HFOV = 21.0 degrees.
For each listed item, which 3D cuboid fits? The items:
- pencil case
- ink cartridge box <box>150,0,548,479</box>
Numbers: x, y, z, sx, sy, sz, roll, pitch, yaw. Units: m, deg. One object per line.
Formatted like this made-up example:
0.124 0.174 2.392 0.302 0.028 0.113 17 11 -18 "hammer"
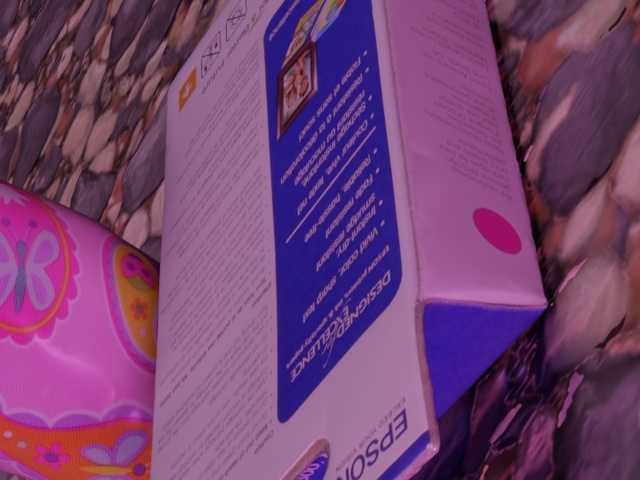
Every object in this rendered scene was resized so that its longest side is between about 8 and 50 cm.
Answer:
-0.178 0.018 0.759 0.124 0.284 0.124 -48 26 33 "pencil case"
0.000 0.000 0.666 0.176 0.069 0.371 -51 24 33 "ink cartridge box"
